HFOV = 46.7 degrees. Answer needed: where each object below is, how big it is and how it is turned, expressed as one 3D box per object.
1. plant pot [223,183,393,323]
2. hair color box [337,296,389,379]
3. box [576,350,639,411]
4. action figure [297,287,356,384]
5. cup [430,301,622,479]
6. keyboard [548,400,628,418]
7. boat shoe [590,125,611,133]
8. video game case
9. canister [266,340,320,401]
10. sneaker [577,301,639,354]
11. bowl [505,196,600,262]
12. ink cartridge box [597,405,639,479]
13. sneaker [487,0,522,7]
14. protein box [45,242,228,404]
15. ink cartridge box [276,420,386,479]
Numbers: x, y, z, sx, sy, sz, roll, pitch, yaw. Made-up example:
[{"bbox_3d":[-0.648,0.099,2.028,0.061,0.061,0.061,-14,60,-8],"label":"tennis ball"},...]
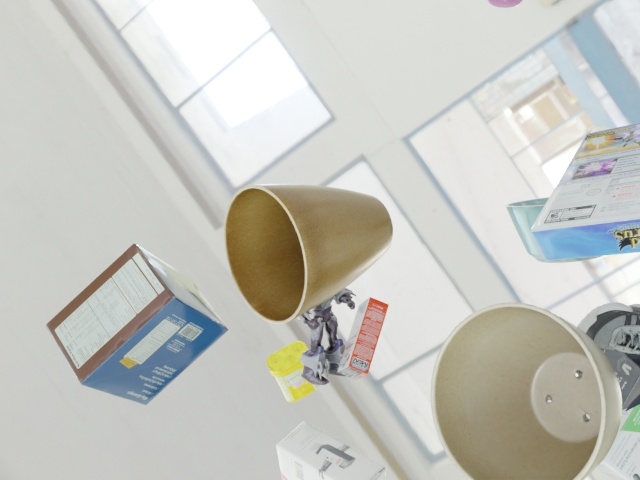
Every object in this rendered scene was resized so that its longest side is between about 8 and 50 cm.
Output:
[{"bbox_3d":[0.000,0.000,1.309,0.254,0.237,0.237,-14,-112,-36],"label":"plant pot"},{"bbox_3d":[0.096,0.220,1.661,0.053,0.093,0.167,23,-111,-6],"label":"hair color box"},{"bbox_3d":[0.683,0.281,1.700,0.093,0.156,0.158,-16,-136,-26],"label":"box"},{"bbox_3d":[0.010,0.181,1.705,0.185,0.099,0.285,-18,-71,-39],"label":"action figure"},{"bbox_3d":[0.401,0.283,1.328,0.236,0.331,0.331,9,-132,-44],"label":"cup"},{"bbox_3d":[0.540,0.346,1.585,0.255,0.072,0.014,22,-124,-21],"label":"keyboard"},{"bbox_3d":[0.730,-0.157,1.653,0.324,0.097,0.117,30,164,36],"label":"boat shoe"},{"bbox_3d":[0.449,-0.080,0.985,0.244,0.269,0.061,-51,-62,-35],"label":"video game case"},{"bbox_3d":[-0.075,0.386,2.162,0.073,0.126,0.170,54,168,45],"label":"canister"},{"bbox_3d":[0.653,0.203,1.500,0.268,0.101,0.153,-2,-150,-24],"label":"sneaker"},{"bbox_3d":[0.661,-0.034,1.979,0.311,0.311,0.163,-22,-75,-69],"label":"bowl"},{"bbox_3d":[0.885,0.579,1.954,0.289,0.211,0.121,36,168,2],"label":"ink cartridge box"},{"bbox_3d":[0.369,-0.582,1.444,0.237,0.095,0.105,88,-170,-47],"label":"sneaker"},{"bbox_3d":[-0.304,0.148,1.256,0.136,0.201,0.200,48,180,29],"label":"protein box"},{"bbox_3d":[0.025,0.488,1.498,0.092,0.217,0.159,-33,-50,-37],"label":"ink cartridge box"}]
